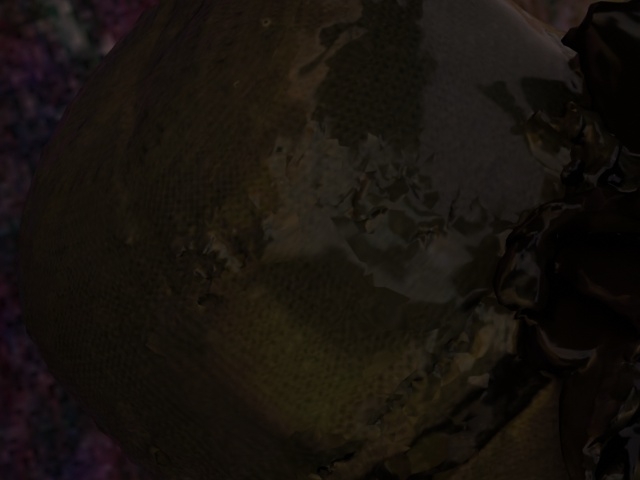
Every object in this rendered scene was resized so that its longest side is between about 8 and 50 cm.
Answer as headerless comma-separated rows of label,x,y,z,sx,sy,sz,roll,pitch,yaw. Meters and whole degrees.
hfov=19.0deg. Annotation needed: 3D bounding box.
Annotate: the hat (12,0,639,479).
hat,0.000,0.000,0.472,0.130,0.257,0.257,39,31,-23
